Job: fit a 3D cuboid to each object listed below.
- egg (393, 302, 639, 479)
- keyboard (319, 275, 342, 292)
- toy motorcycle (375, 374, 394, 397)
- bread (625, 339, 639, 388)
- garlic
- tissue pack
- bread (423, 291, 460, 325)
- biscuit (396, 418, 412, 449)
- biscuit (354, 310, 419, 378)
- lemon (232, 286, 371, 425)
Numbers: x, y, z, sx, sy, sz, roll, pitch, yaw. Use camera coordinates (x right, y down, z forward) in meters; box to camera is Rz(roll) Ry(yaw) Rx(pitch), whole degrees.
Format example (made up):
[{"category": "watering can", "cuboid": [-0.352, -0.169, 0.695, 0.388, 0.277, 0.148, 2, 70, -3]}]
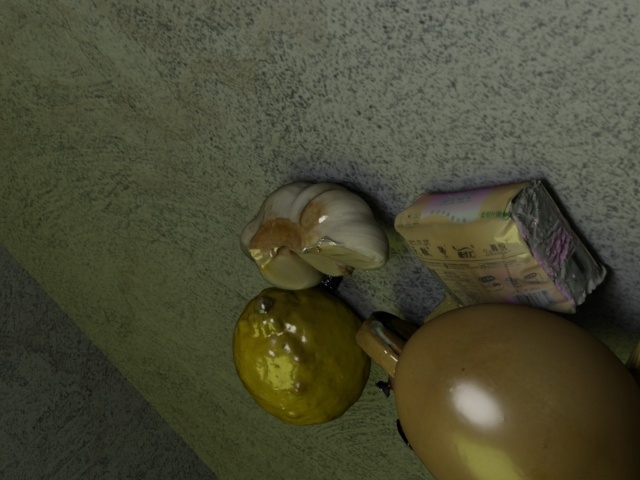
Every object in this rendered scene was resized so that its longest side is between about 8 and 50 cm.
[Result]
[{"category": "egg", "cuboid": [0.281, 0.244, 1.512, 0.374, 0.301, 0.301, 35, 153, 9]}, {"category": "keyboard", "cuboid": [0.018, 0.038, 2.025, 0.072, 0.023, 0.231, 32, 153, 5]}, {"category": "toy motorcycle", "cuboid": [0.196, 0.306, 2.101, 0.171, 0.089, 0.298, 41, 171, 14]}, {"category": "bread", "cuboid": [0.558, 0.210, 1.528, 0.250, 0.133, 0.179, 43, 157, -4]}, {"category": "garlic", "cuboid": [-0.004, -0.013, 1.823, 0.281, 0.185, 0.203, -21, 147, 37]}, {"category": "tissue pack", "cuboid": [0.260, 0.018, 1.598, 0.256, 0.123, 0.215, -8, 128, 52]}, {"category": "bread", "cuboid": [0.278, 0.209, 1.780, 0.239, 0.111, 0.246, 44, -168, -4]}, {"category": "biscuit", "cuboid": [0.252, 0.432, 2.328, 0.194, 0.053, 0.194, 28, 152, 16]}, {"category": "biscuit", "cuboid": [0.197, 0.225, 1.884, 0.287, 0.057, 0.344, 40, -171, 14]}, {"category": "lemon", "cuboid": [-0.036, 0.221, 2.116, 0.285, 0.285, 0.316, 30, 137, 15]}]
